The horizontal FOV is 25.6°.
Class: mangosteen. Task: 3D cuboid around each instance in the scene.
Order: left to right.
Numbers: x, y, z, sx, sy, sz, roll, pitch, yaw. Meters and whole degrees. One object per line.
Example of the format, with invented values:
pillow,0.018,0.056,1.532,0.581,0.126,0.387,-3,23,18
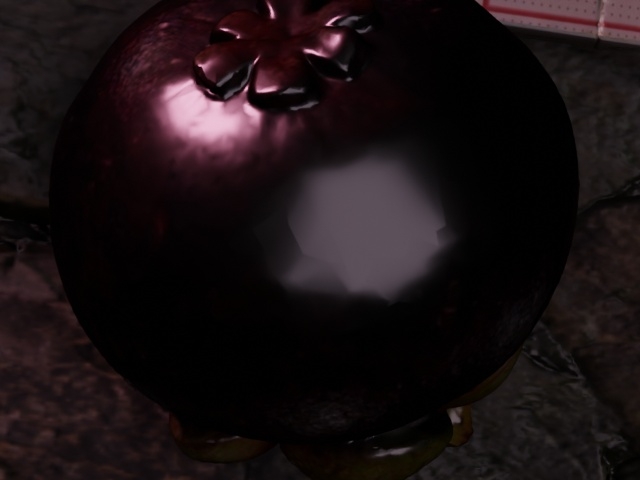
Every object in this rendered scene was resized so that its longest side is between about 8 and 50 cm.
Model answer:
mangosteen,0.000,0.000,1.057,0.382,0.382,0.435,-29,143,-15

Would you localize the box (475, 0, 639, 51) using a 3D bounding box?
box,0.167,-0.283,1.201,0.330,0.095,0.210,5,94,-22
